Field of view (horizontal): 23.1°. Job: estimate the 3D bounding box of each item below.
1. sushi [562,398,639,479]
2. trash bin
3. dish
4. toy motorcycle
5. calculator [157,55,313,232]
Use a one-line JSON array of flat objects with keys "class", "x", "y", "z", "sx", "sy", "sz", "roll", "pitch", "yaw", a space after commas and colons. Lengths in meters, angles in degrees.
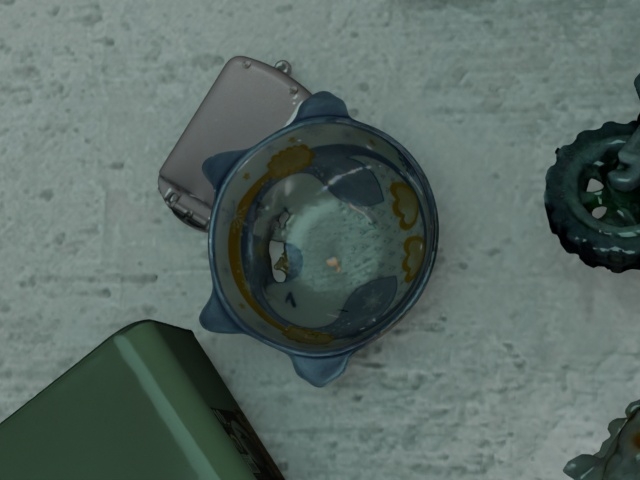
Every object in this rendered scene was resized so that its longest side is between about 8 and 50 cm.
[{"class": "sushi", "x": 0.338, "y": 0.236, "z": 1.073, "sx": 0.417, "sy": 0.176, "sz": 0.417, "roll": -33, "pitch": 42, "yaw": 35}, {"class": "trash bin", "x": -0.114, "y": 0.267, "z": 1.293, "sx": 0.223, "sy": 0.158, "sz": 0.343, "roll": -39, "pitch": 76, "yaw": 5}, {"class": "dish", "x": 0.000, "y": 0.000, "z": 1.353, "sx": 0.228, "sy": 0.086, "sz": 0.236, "roll": 21, "pitch": 85, "yaw": 20}, {"class": "toy motorcycle", "x": 0.364, "y": -0.115, "z": 1.230, "sx": 0.237, "sy": 0.169, "sz": 0.410, "roll": 32, "pitch": 73, "yaw": 29}, {"class": "calculator", "x": -0.076, "y": -0.089, "z": 1.421, "sx": 0.100, "sy": 0.032, "sz": 0.175, "roll": 31, "pitch": 87, "yaw": 19}]
